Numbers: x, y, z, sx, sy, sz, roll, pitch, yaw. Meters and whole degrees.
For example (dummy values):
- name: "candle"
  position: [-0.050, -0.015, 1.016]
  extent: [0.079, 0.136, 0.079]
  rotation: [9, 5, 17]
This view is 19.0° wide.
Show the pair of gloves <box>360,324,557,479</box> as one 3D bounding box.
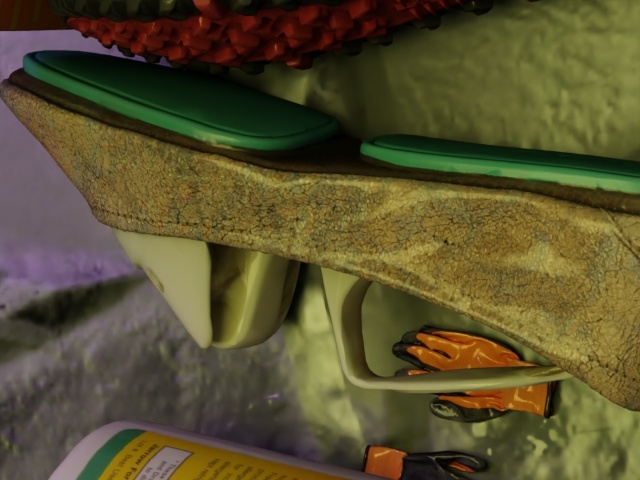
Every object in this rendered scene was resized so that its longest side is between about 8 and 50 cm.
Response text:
- name: "pair of gloves"
  position: [0.054, 0.078, 0.769]
  extent: [0.074, 0.010, 0.083]
  rotation: [18, 99, 26]

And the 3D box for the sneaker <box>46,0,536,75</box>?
- name: "sneaker"
  position: [0.017, -0.144, 0.738]
  extent: [0.261, 0.104, 0.125]
  rotation: [-13, 76, 9]

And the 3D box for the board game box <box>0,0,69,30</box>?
- name: "board game box"
  position: [-0.179, -0.322, 0.670]
  extent: [0.356, 0.356, 0.356]
  rotation: [-48, 70, 28]

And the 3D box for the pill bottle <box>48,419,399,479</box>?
- name: "pill bottle"
  position: [-0.004, 0.145, 0.740]
  extent: [0.208, 0.117, 0.118]
  rotation: [10, 95, 26]

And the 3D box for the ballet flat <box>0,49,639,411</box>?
- name: "ballet flat"
  position: [0.000, 0.000, 0.748]
  extent: [0.316, 0.107, 0.106]
  rotation: [14, 103, 28]
